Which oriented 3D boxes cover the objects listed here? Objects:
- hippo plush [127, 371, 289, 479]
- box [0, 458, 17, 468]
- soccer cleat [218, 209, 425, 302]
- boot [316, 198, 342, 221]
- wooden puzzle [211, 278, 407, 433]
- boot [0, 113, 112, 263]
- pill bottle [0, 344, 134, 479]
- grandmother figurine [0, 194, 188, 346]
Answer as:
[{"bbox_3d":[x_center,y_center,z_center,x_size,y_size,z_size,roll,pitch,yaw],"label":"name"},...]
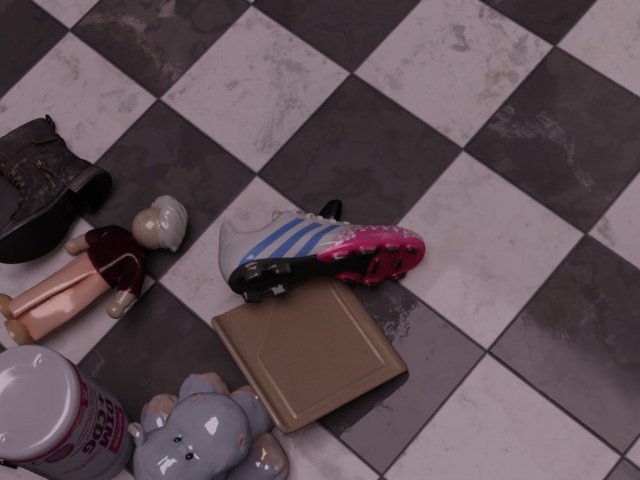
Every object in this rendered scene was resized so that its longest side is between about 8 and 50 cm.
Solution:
[{"bbox_3d":[-0.204,0.296,1.508,0.294,0.236,0.234,-37,67,-6],"label":"hippo plush"},{"bbox_3d":[-0.503,0.312,1.656,0.062,0.052,0.083,13,71,17],"label":"box"},{"bbox_3d":[0.000,0.000,1.627,0.331,0.116,0.143,-7,52,-19],"label":"soccer cleat"},{"bbox_3d":[-0.026,-0.023,1.717,0.099,0.045,0.121,15,75,15],"label":"boot"},{"bbox_3d":[-0.018,0.164,1.605,0.238,0.044,0.221,-23,63,-26],"label":"wooden puzzle"},{"bbox_3d":[-0.512,-0.093,1.804,0.229,0.091,0.263,34,60,28],"label":"boot"},{"bbox_3d":[-0.380,0.266,1.526,0.160,0.283,0.160,-4,67,9],"label":"pill bottle"},{"bbox_3d":[-0.363,0.047,1.715,0.342,0.104,0.208,-36,60,-5],"label":"grandmother figurine"}]
